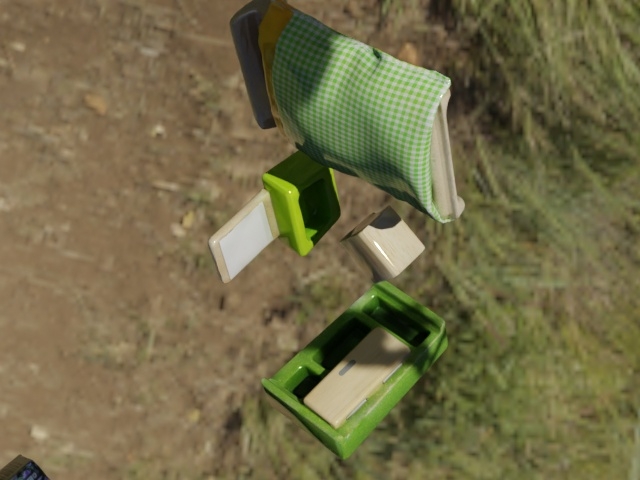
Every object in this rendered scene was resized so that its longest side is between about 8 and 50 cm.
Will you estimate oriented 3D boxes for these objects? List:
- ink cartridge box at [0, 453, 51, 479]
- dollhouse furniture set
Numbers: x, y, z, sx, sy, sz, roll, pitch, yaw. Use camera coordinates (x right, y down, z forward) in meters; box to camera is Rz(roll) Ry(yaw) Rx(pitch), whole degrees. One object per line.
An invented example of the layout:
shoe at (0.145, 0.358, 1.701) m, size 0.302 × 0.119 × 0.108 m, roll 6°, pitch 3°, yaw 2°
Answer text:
ink cartridge box at (-0.119, 0.159, 0.701) m, size 0.115 × 0.063 × 0.029 m, roll 53°, pitch 159°, yaw -13°
dollhouse furniture set at (0.000, 0.000, 0.491) m, size 0.076 × 0.058 × 0.151 m, roll 34°, pitch 155°, yaw 30°
